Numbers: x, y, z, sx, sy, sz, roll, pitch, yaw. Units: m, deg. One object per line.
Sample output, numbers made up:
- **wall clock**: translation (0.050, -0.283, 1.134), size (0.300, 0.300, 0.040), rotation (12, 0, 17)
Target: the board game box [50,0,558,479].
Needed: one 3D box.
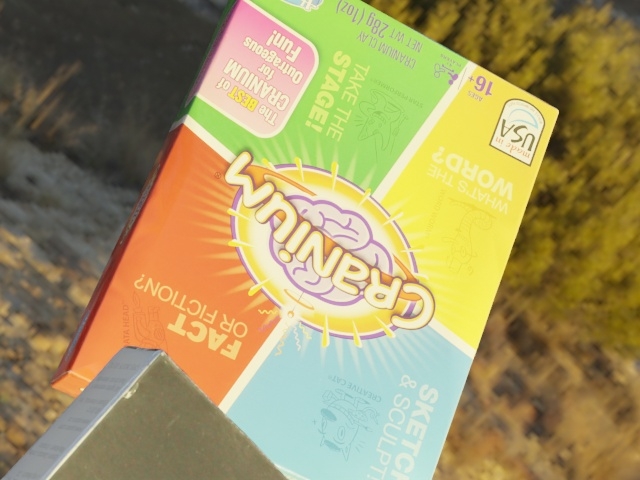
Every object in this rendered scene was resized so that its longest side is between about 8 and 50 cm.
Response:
- **board game box**: translation (0.000, 0.000, 0.905), size (0.242, 0.316, 0.064), rotation (26, -21, -13)

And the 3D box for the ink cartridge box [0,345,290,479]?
- **ink cartridge box**: translation (-0.061, 0.182, 0.494), size (0.206, 0.208, 0.045), rotation (47, -22, -15)
